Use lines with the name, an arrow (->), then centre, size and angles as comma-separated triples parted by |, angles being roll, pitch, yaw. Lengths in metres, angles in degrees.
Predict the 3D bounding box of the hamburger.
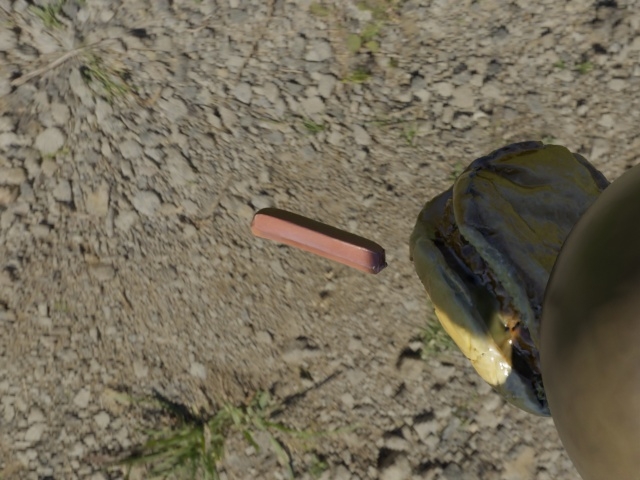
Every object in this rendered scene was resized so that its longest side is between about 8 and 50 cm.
hamburger -> 0.237, 0.040, 1.001 | 0.259, 0.283, 0.144 | -12, 149, -33

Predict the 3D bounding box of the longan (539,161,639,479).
longan -> 0.284, 0.073, 0.617 | 0.297, 0.297, 0.297 | -3, 102, -14

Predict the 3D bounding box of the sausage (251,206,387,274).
sausage -> 0.000, 0.000, 0.974 | 0.147, 0.035, 0.030 | 18, 131, 7
